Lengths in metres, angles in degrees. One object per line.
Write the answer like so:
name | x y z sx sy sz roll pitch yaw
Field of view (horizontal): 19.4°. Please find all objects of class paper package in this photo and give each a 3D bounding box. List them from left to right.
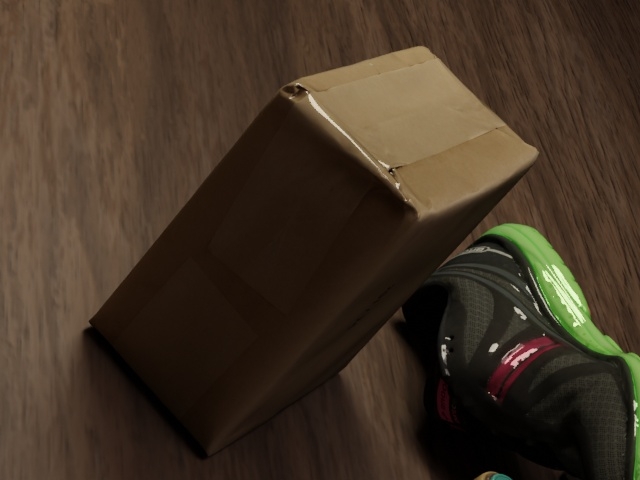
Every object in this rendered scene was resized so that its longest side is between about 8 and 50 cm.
paper package | 0.000 0.000 1.693 0.168 0.325 0.309 46 28 11

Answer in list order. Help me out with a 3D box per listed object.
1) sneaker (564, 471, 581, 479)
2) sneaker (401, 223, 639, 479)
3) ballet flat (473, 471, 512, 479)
sneaker | 0.309 0.262 1.987 0.092 0.087 0.228 23 25 -18
sneaker | 0.216 0.165 1.871 0.483 0.202 0.185 -122 -169 -58
ballet flat | 0.174 0.325 1.724 0.080 0.073 0.232 27 36 -38
